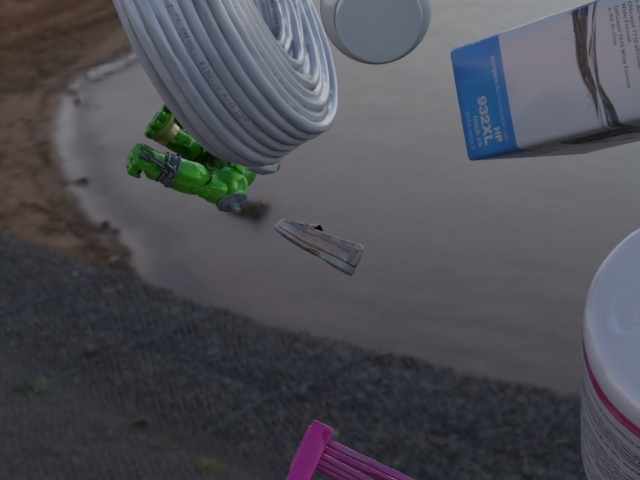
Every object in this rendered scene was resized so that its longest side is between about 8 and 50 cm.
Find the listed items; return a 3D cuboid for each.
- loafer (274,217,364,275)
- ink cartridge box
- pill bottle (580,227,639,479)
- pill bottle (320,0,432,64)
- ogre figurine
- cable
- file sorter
[{"bbox_3d":[0.000,0.000,1.417,0.125,0.045,0.039,31,85,31],"label":"loafer"},{"bbox_3d":[0.326,-0.173,1.200,0.223,0.129,0.307,-5,-4,-42],"label":"ink cartridge box"},{"bbox_3d":[0.254,0.117,0.776,0.160,0.283,0.160,-5,57,8],"label":"pill bottle"},{"bbox_3d":[0.083,-0.364,1.789,0.169,0.169,0.301,-11,21,4],"label":"pill bottle"},{"bbox_3d":[-0.109,-0.097,1.149,0.097,0.118,0.197,-52,11,15],"label":"ogre figurine"},{"bbox_3d":[-0.075,-0.178,0.859,0.089,0.257,0.257,-20,-2,15],"label":"cable"},{"bbox_3d":[0.025,0.309,1.067,0.182,0.202,0.290,26,-15,4],"label":"file sorter"}]
